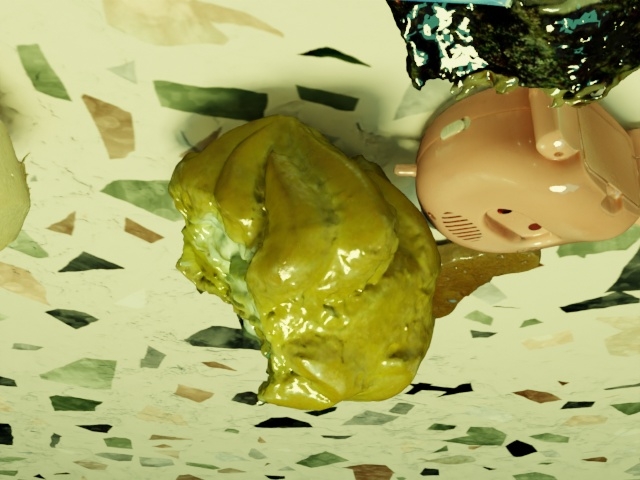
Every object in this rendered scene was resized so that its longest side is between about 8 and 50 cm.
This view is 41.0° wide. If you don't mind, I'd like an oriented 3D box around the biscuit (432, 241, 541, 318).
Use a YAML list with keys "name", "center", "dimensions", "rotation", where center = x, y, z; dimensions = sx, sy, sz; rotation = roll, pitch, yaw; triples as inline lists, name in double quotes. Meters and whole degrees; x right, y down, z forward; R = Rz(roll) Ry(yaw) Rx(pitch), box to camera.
- name: "biscuit"
  center: [0.157, 0.052, 1.214]
  dimensions: [0.319, 0.047, 0.183]
  rotation: [-25, 143, 38]

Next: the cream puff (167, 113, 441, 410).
- name: "cream puff"
  center: [0.008, 0.004, 0.933]
  dimensions: [0.274, 0.323, 0.270]
  rotation: [-18, 146, -37]

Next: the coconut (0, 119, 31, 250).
- name: "coconut"
  center: [-0.413, -0.078, 0.860]
  dimensions: [0.224, 0.234, 0.224]
  rotation: [-10, -179, 0]

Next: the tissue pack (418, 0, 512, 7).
- name: "tissue pack"
  center: [-0.006, -0.259, 0.521]
  dimensions: [0.263, 0.198, 0.146]
  rotation: [3, 153, -1]

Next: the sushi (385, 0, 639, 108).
- name: "sushi"
  center: [0.146, -0.173, 0.664]
  dimensions: [0.212, 0.147, 0.115]
  rotation: [19, 147, 34]

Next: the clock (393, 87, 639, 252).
- name: "clock"
  center: [0.212, -0.058, 0.928]
  dimensions: [0.241, 0.142, 0.227]
  rotation: [-21, 143, 41]
